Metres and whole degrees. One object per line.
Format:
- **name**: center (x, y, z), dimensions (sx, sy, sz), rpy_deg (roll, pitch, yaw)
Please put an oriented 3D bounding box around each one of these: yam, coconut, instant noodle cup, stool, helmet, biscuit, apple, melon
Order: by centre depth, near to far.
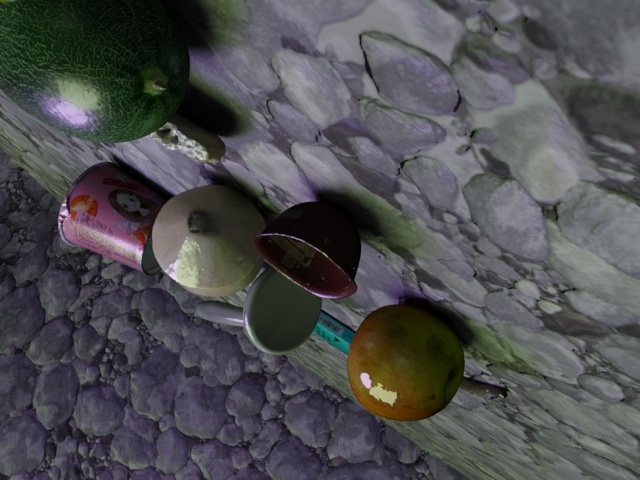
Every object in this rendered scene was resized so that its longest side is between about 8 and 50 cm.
- **melon**: center (-0.248, -0.200, 0.569), dimensions (0.287, 0.182, 0.182), rpy_deg (29, 162, 28)
- **biscuit**: center (-0.237, -0.168, 0.742), dimensions (0.265, 0.040, 0.188), rpy_deg (29, -165, 29)
- **helmet**: center (0.000, 0.000, 0.745), dimensions (0.155, 0.106, 0.175), rpy_deg (40, 160, -20)
- **apple**: center (0.143, 0.202, 0.875), dimensions (0.196, 0.196, 0.196), rpy_deg (32, 162, 12)
- **coconut**: center (-0.199, 0.001, 0.974), dimensions (0.202, 0.202, 0.222), rpy_deg (34, 166, 5)
- **yam**: center (0.293, 0.295, 1.093), dimensions (0.029, 0.027, 0.234), rpy_deg (10, 173, -25)
- **stool**: center (-0.129, 0.126, 1.152), dimensions (0.198, 0.195, 0.195), rpy_deg (14, 166, 47)
- **instant noodle cup**: center (-0.489, -0.048, 1.348), dimensions (0.231, 0.243, 0.243), rpy_deg (25, 161, 10)

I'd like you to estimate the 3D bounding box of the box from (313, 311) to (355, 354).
- **box**: center (0.074, 0.274, 1.418), dimensions (0.226, 0.042, 0.161), rpy_deg (33, 163, 12)
